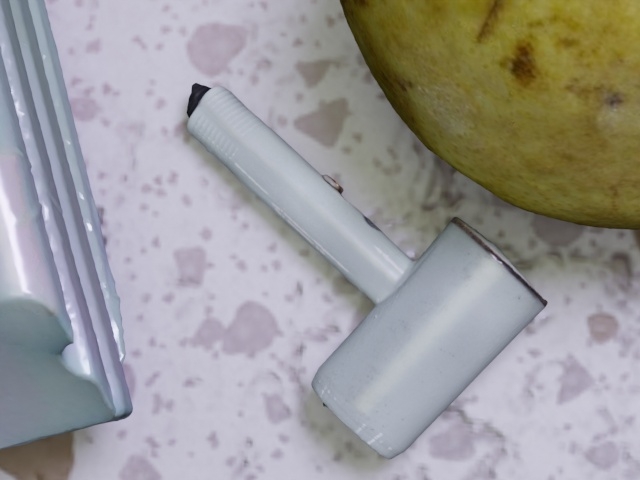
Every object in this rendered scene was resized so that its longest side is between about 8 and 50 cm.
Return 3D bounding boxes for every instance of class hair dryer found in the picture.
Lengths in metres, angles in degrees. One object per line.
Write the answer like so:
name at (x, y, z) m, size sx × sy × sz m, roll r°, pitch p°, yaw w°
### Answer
hair dryer at (0.000, 0.000, 1.048) m, size 0.236 × 0.073 × 0.131 m, roll 44°, pitch 91°, yaw 8°

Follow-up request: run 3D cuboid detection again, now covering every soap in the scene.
soap at (-0.201, -0.058, 0.993) m, size 0.115 × 0.208 × 0.347 m, roll -15°, pitch 86°, yaw 4°

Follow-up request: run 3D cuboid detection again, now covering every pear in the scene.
pear at (0.152, -0.153, 0.946) m, size 0.304 × 0.304 × 0.304 m, roll 0°, pitch 86°, yaw 4°
